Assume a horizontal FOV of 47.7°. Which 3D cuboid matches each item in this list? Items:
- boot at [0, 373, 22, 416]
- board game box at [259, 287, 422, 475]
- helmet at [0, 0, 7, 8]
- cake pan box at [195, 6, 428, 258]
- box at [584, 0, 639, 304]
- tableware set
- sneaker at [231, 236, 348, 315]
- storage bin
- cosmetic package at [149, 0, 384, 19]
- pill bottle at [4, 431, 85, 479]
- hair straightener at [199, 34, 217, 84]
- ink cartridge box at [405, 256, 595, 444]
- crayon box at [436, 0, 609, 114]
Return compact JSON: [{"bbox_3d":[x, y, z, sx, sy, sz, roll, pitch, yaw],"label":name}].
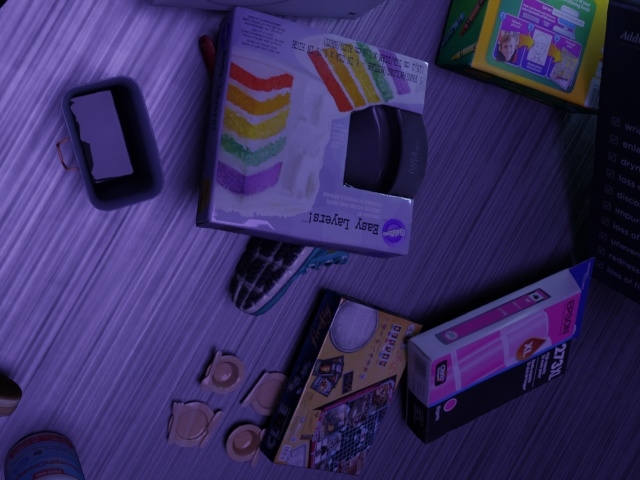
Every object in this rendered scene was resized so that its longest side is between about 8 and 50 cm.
[{"bbox_3d":[-0.447,0.216,0.784,0.213,0.077,0.165,10,97,-23],"label":"boot"},{"bbox_3d":[0.032,0.206,1.029,0.165,0.042,0.244,22,92,-36],"label":"board game box"},{"bbox_3d":[-0.373,-0.252,0.652,0.161,0.169,0.169,-34,121,23],"label":"helmet"},{"bbox_3d":[-0.001,-0.116,0.848,0.266,0.070,0.246,11,85,-25],"label":"cake pan box"},{"bbox_3d":[0.641,-0.088,0.959,0.297,0.480,0.472,-28,131,-19],"label":"box"},{"bbox_3d":[-0.118,0.230,0.983,0.168,0.020,0.141,27,89,-29],"label":"tableware set"},{"bbox_3d":[0.000,0.000,0.943,0.275,0.107,0.110,-46,126,-10],"label":"sneaker"},{"bbox_3d":[-0.241,-0.108,0.799,0.098,0.091,0.135,-19,109,-21],"label":"storage bin"},{"bbox_3d":[0.032,-0.330,0.689,0.284,0.377,0.098,-11,88,-36],"label":"cosmetic package"},{"bbox_3d":[-0.310,0.291,0.822,0.087,0.160,0.087,-7,105,-25],"label":"pill bottle"},{"bbox_3d":[-0.071,-0.151,0.895,0.089,0.047,0.231,-24,106,-20],"label":"hair straightener"},{"bbox_3d":[0.298,0.166,1.124,0.370,0.069,0.176,-21,128,-24],"label":"ink cartridge box"},{"bbox_3d":[0.316,-0.293,1.036,0.278,0.081,0.166,11,97,-28],"label":"crayon box"}]
